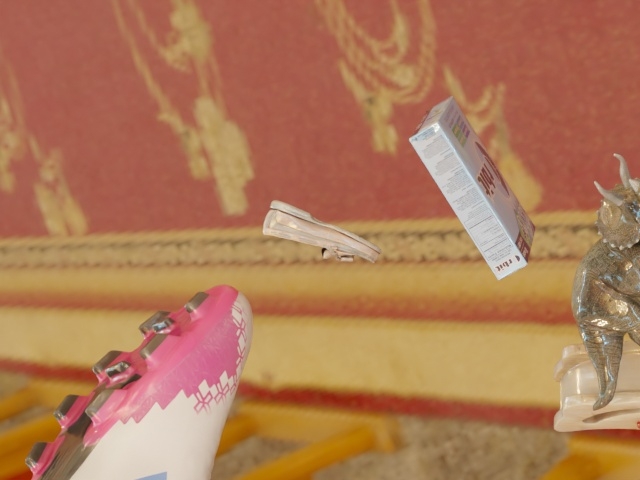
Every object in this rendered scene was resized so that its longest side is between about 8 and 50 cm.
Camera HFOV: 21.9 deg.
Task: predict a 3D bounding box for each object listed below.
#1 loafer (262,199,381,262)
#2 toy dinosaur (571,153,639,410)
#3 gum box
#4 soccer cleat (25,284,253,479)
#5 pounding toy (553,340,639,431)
[{"bbox_3d":[0.000,0.000,1.715,0.125,0.039,0.045,25,173,-4],"label":"loafer"},{"bbox_3d":[0.346,0.045,1.822,0.160,0.121,0.313,29,131,12],"label":"toy dinosaur"},{"bbox_3d":[0.172,-0.062,1.845,0.041,0.157,0.184,-30,97,17],"label":"gum box"},{"bbox_3d":[-0.120,0.173,1.033,0.143,0.331,0.116,46,143,-13],"label":"soccer cleat"},{"bbox_3d":[0.408,0.145,1.966,0.154,0.269,0.155,52,-143,-60],"label":"pounding toy"}]
